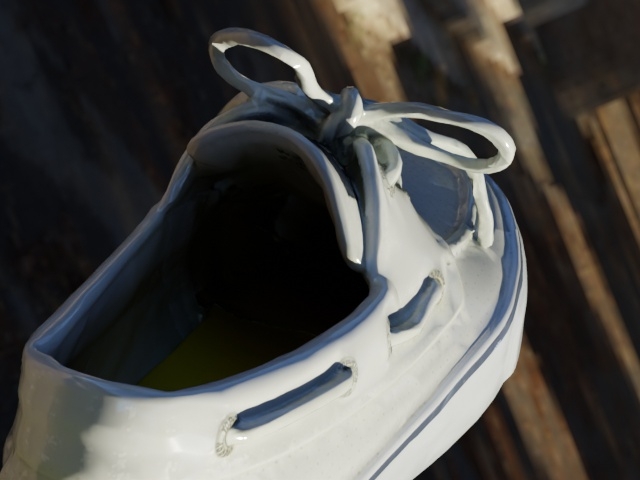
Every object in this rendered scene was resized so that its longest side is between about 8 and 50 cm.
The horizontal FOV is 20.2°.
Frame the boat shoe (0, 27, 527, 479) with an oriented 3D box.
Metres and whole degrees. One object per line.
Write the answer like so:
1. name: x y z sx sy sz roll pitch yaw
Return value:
1. boat shoe: -0.009 -0.001 0.649 0.367 0.136 0.156 -42 141 -58
